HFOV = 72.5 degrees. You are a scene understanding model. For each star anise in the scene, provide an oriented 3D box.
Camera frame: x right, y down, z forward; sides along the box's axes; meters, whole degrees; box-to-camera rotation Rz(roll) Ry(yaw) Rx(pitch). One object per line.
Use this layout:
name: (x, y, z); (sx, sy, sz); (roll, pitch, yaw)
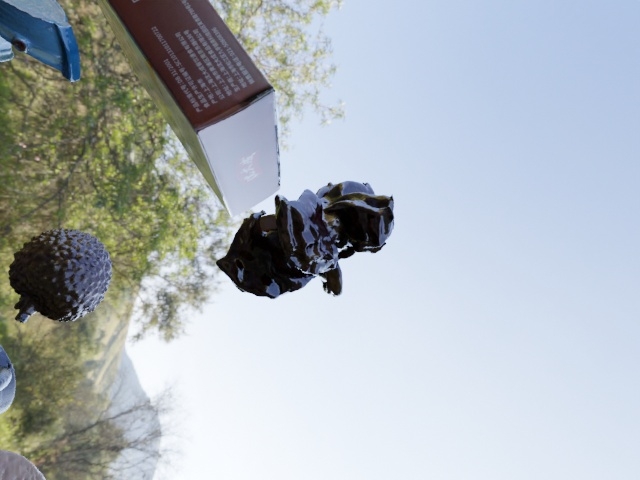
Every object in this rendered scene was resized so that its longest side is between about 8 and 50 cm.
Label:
star anise: (0.000, 0.000, 0.485); (0.125, 0.220, 0.190); (57, -45, 8)

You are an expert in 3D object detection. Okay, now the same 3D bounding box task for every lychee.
lychee: (-0.569, 0.080, 0.957); (0.200, 0.200, 0.238); (-45, -168, 46)

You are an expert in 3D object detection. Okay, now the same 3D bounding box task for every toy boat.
toy boat: (-0.386, -0.271, 0.533); (0.102, 0.215, 0.088); (-49, -175, 35)

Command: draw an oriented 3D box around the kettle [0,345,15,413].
kettle: (-0.849, 0.341, 0.917); (0.321, 0.324, 0.228); (-8, -86, 20)

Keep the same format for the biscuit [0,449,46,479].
biscuit: (-0.362, 0.310, 0.424); (0.288, 0.044, 0.201); (67, 4, -62)

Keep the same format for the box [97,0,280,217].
box: (-0.223, -0.270, 0.740); (0.385, 0.122, 0.344); (55, -12, 11)
